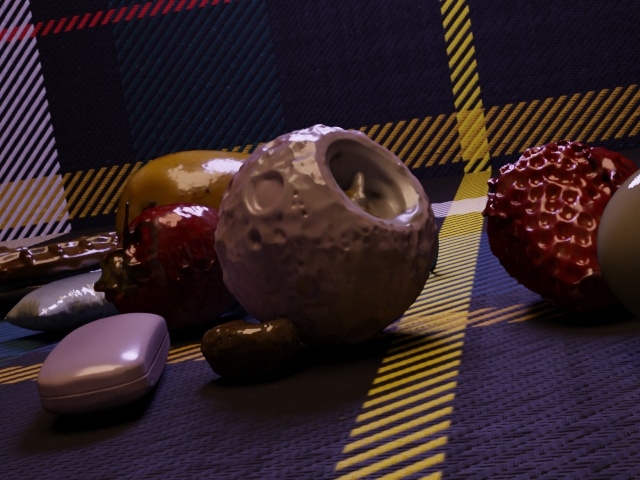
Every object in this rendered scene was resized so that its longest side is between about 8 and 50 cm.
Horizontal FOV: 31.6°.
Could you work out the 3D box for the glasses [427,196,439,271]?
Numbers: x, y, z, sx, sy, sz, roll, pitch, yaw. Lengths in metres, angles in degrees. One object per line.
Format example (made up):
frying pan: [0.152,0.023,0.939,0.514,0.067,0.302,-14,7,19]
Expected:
glasses: [0.097,0.026,1.787,0.207,0.102,0.239,-38,11,-4]

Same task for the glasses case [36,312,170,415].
glasses case: [-0.232,0.131,1.241,0.113,0.075,0.297,-10,6,-1]

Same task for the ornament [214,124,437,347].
ornament: [0.000,0.000,1.308,0.259,0.259,0.225,-17,-28,-49]

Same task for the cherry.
cherry: [-0.185,0.032,1.572,0.175,0.192,0.250,37,29,27]

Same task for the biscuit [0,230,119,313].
biscuit: [-0.518,0.062,2.072,0.366,0.115,0.268,-9,7,11]

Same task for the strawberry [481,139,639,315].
strawberry: [0.296,-0.002,1.296,0.205,0.205,0.244,-8,27,6]

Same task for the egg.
egg: [0.377,0.001,1.040,0.242,0.185,0.186,-5,6,-4]

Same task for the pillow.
pillow: [-0.343,0.089,1.737,0.254,0.078,0.144,-12,7,-31]

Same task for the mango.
mango: [-0.132,-0.040,1.955,0.446,0.232,0.300,-2,-3,-29]

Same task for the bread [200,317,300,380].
bread: [-0.082,0.118,1.218,0.082,0.060,0.113,-14,6,-38]
